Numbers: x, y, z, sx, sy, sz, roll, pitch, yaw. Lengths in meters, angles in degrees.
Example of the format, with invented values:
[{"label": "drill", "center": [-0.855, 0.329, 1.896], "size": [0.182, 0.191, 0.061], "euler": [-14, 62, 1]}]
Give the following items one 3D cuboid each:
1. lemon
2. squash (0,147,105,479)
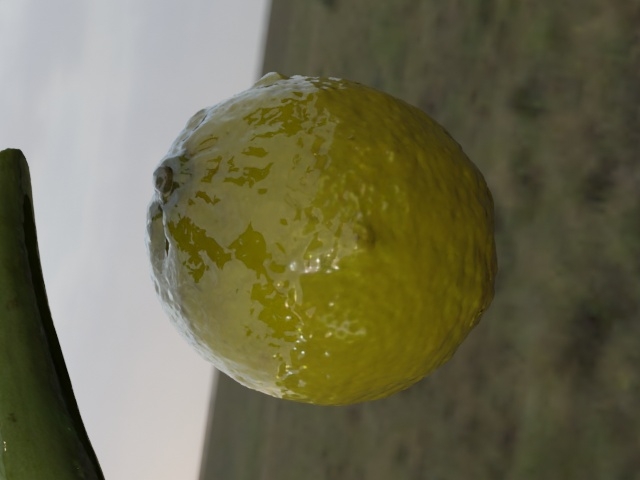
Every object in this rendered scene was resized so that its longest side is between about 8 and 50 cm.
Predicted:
[{"label": "lemon", "center": [0.000, 0.000, 1.094], "size": [0.192, 0.231, 0.192], "euler": [-28, 55, 48]}, {"label": "squash", "center": [-0.146, 0.060, 0.820], "size": [0.083, 0.083, 0.250], "euler": [101, 157, -49]}]
